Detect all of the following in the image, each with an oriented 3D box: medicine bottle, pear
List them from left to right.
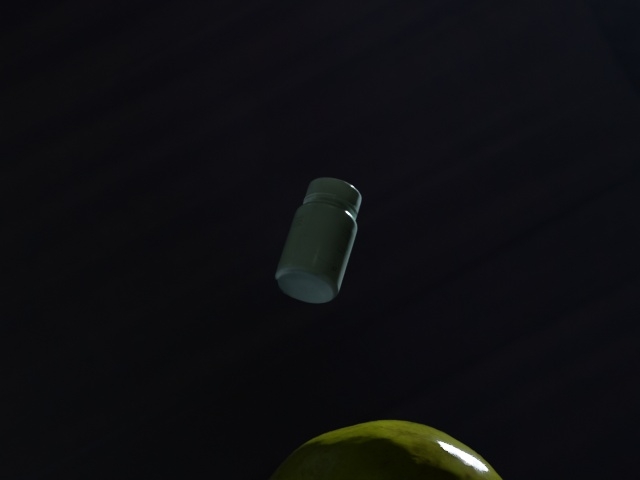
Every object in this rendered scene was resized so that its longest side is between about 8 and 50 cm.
[{"bbox_3d":[0.000,0.000,1.125,0.047,0.047,0.083,64,37,-51],"label":"medicine bottle"},{"bbox_3d":[0.054,0.287,1.382,0.253,0.253,0.307,61,-19,16],"label":"pear"}]
